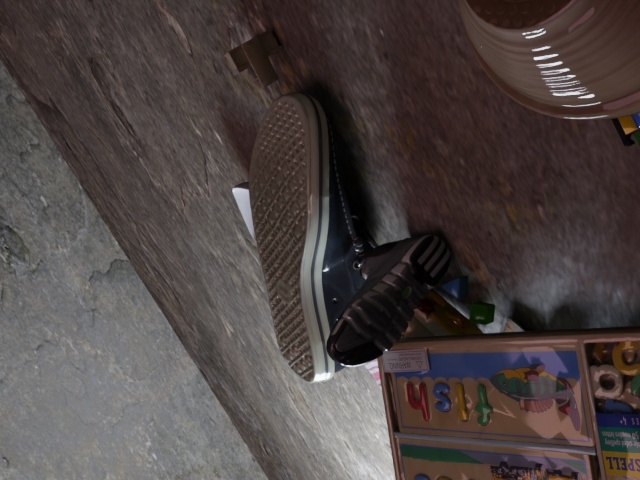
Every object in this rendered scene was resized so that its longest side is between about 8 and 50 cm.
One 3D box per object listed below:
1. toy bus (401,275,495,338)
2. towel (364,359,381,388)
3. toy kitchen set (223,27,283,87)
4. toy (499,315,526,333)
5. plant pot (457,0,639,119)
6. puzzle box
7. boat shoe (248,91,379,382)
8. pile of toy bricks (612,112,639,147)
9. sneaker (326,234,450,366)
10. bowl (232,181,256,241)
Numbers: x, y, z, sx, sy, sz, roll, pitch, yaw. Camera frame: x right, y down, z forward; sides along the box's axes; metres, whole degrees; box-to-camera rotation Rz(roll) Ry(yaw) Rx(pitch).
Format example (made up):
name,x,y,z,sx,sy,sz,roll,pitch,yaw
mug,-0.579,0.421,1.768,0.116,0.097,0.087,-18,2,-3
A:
name,x,y,z,sx,sy,sz,roll,pitch,yaw
toy bus,0.191,0.156,1.048,0.191,0.104,0.202,-10,87,39
towel,0.122,0.245,1.370,0.197,0.029,0.144,54,156,-1
toy kitchen set,-0.100,-0.257,1.044,0.075,0.083,0.068,0,122,60
toy,0.291,0.222,1.020,0.137,0.056,0.237,39,151,29
plant pot,0.176,-0.204,0.500,0.237,0.109,0.237,10,104,48
puzzle box,0.250,0.250,0.876,0.409,0.052,0.272,-12,86,46
boat shoe,0.000,0.000,1.134,0.187,0.156,0.500,31,136,48
pile of toy bricks,0.296,-0.113,0.558,0.105,0.118,0.212,-29,81,37
sneaker,0.078,0.080,1.021,0.086,0.228,0.132,52,165,-21
bowl,-0.093,-0.049,1.334,0.142,0.053,0.142,20,140,50
